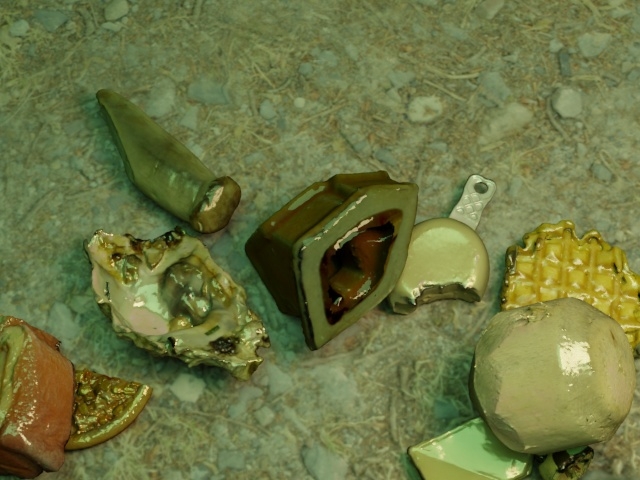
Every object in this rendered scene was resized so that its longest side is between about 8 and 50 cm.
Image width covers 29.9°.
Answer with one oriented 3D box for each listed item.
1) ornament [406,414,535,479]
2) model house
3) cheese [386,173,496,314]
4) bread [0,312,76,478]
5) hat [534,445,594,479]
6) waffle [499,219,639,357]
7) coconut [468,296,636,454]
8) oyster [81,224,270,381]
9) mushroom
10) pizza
[{"bbox_3d":[0.211,0.332,1.739,0.180,0.059,0.201,19,64,11],"label":"ornament"},{"bbox_3d":[0.010,-0.002,1.855,0.268,0.173,0.239,-37,29,-14],"label":"model house"},{"bbox_3d":[0.187,0.001,1.882,0.163,0.071,0.249,6,66,5],"label":"cheese"},{"bbox_3d":[-0.465,0.223,1.777,0.190,0.123,0.244,-12,56,20],"label":"bread"},{"bbox_3d":[0.347,0.317,1.727,0.077,0.076,0.059,-34,53,-19],"label":"hat"},{"bbox_3d":[0.380,0.107,1.829,0.262,0.060,0.280,-33,71,-14],"label":"waffle"},{"bbox_3d":[0.310,0.193,1.668,0.234,0.224,0.224,-9,61,31],"label":"coconut"},{"bbox_3d":[-0.227,0.108,1.849,0.201,0.107,0.354,-24,52,-30],"label":"oyster"},{"bbox_3d":[-0.267,-0.128,1.960,0.333,0.087,0.107,38,68,22],"label":"mushroom"},{"bbox_3d":[-0.341,0.244,1.813,0.178,0.041,0.131,-19,64,-6],"label":"pizza"}]
